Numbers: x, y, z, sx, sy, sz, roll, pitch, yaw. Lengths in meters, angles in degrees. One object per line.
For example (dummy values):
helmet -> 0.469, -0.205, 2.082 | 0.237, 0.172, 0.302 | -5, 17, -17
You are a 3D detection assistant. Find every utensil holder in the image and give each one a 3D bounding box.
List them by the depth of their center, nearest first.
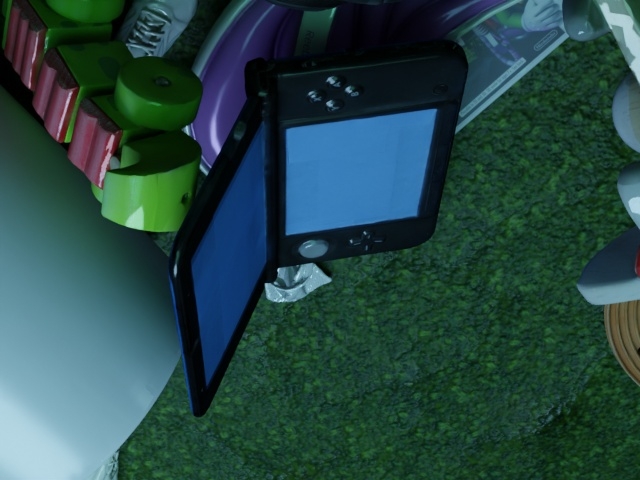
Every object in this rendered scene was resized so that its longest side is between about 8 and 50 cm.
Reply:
utensil holder -> -0.344, 0.016, 1.046 | 0.327, 0.328, 0.385 | -31, 120, 20

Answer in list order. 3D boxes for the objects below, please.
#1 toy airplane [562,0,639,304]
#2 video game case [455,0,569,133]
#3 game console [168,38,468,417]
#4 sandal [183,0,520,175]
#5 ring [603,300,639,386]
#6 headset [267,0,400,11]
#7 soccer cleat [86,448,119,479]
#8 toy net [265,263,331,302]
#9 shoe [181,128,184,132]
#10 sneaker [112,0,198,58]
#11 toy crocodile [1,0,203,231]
toy airplane -> 0.328, -0.085, 0.987 | 0.384, 0.272, 0.386 | 1, 96, -27
video game case -> 0.111, -0.192, 1.080 | 0.173, 0.022, 0.190 | 38, 117, -23
game console -> 0.000, 0.000, 1.002 | 0.250, 0.173, 0.293 | -8, 150, -7
sandal -> 0.046, -0.181, 1.001 | 0.416, 0.102, 0.169 | -38, 116, 17
ring -> 0.456, 0.051, 1.243 | 0.336, 0.032, 0.337 | 0, 125, 0
headset -> -0.033, -0.283, 0.867 | 0.394, 0.185, 0.243 | -19, 120, -17
soccer cleat -> -0.242, 0.220, 1.344 | 0.076, 0.068, 0.196 | -8, 122, 2
toy net -> -0.014, -0.019, 1.186 | 0.122, 0.045, 0.232 | 20, 123, -14
shoe -> -0.119, -0.108, 1.117 | 0.219, 0.058, 0.077 | -16, 123, 11
sneaker -> -0.152, -0.176, 1.069 | 0.053, 0.061, 0.152 | 28, 119, -15
toy crocodile -> -0.184, -0.124, 0.965 | 0.105, 0.340, 0.115 | -9, 137, -35
